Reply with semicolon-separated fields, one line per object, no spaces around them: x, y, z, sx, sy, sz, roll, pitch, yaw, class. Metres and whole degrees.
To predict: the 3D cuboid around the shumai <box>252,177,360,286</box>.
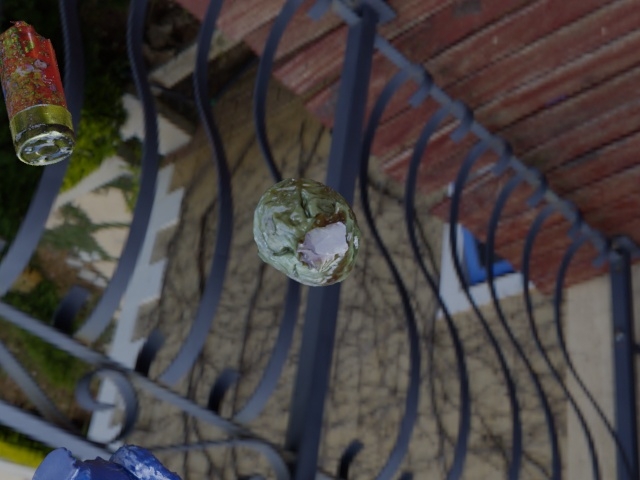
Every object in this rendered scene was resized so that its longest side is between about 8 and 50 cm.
0.001;-0.001;1.086;0.124;0.099;0.087;32;180;-31;shumai

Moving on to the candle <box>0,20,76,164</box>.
-0.238;-0.128;0.923;0.052;0.130;0.052;-15;156;-7;candle

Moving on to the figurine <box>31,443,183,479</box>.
-0.251;0.335;1.368;0.121;0.164;0.262;-11;146;31;figurine
